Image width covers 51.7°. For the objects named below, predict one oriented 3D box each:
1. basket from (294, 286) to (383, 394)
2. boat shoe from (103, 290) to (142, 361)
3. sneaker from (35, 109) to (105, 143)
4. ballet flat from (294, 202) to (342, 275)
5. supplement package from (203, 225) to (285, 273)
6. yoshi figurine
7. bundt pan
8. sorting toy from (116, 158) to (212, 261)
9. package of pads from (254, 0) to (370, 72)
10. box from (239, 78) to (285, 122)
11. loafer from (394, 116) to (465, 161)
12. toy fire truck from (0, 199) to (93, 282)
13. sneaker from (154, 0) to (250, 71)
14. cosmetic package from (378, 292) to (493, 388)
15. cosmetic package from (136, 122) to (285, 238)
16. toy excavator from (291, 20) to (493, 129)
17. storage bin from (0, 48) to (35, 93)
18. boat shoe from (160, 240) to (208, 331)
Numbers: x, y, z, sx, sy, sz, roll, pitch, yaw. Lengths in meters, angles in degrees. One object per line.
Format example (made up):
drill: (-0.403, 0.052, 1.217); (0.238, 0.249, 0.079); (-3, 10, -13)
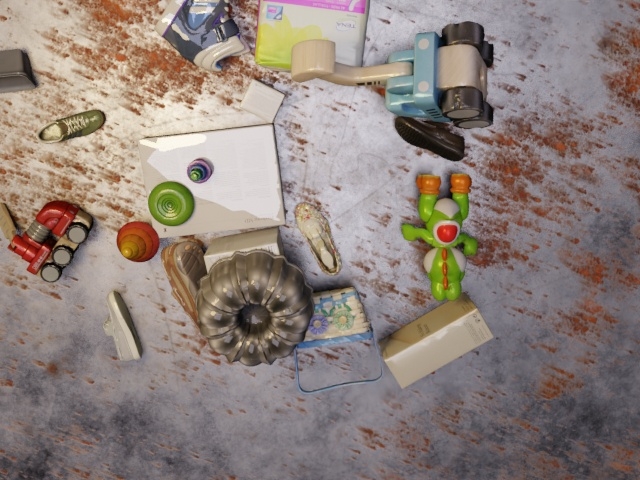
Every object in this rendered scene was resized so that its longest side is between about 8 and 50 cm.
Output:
basket: (0.034, 0.291, 1.932); (0.255, 0.201, 0.288); (-12, 94, 0)
boat shoe: (-0.604, 0.263, 1.966); (0.081, 0.079, 0.227); (-17, 107, -2)
sneaker: (-0.694, -0.309, 1.821); (0.192, 0.086, 0.064); (-18, 103, 2)
ballet flat: (0.000, 0.000, 1.925); (0.091, 0.077, 0.240); (-29, 102, 6)
supplement package: (-0.205, 0.068, 1.874); (0.203, 0.194, 0.149); (-11, 105, 1)
yoshi figurine: (0.356, -0.008, 1.916); (0.203, 0.204, 0.361); (0, 90, -43)
bundt pan: (-0.175, 0.197, 1.751); (0.331, 0.124, 0.330); (-1, 111, -3)
sorting toy: (-0.429, -0.069, 1.776); (0.127, 0.126, 0.365); (42, 101, -10)
package of pads: (-0.024, -0.560, 1.776); (0.297, 0.101, 0.229); (6, 103, -3)
box: (-0.158, -0.385, 1.814); (0.102, 0.101, 0.087); (26, 102, -8)
loafer: (0.313, -0.302, 1.873); (0.220, 0.080, 0.078); (27, 68, -7)
toy fire truck: (-0.800, -0.036, 1.868); (0.246, 0.158, 0.217); (34, 101, -20)
sneaker: (-0.261, -0.611, 1.754); (0.236, 0.130, 0.322); (35, 95, -19)
cosmetic package: (0.339, 0.295, 1.968); (0.310, 0.160, 0.113); (-30, 102, 4)
cosmetic package: (-0.300, -0.169, 1.863); (0.378, 0.097, 0.284); (-6, 103, 0)
toy excavator: (0.197, -0.419, 1.704); (0.446, 0.433, 0.222); (-1, 87, 23)
storage bin: (-0.847, -0.458, 1.785); (0.135, 0.098, 0.090); (-6, 76, 0)
boat shoe: (-0.373, 0.144, 1.940); (0.117, 0.123, 0.324); (0, 116, 32)
